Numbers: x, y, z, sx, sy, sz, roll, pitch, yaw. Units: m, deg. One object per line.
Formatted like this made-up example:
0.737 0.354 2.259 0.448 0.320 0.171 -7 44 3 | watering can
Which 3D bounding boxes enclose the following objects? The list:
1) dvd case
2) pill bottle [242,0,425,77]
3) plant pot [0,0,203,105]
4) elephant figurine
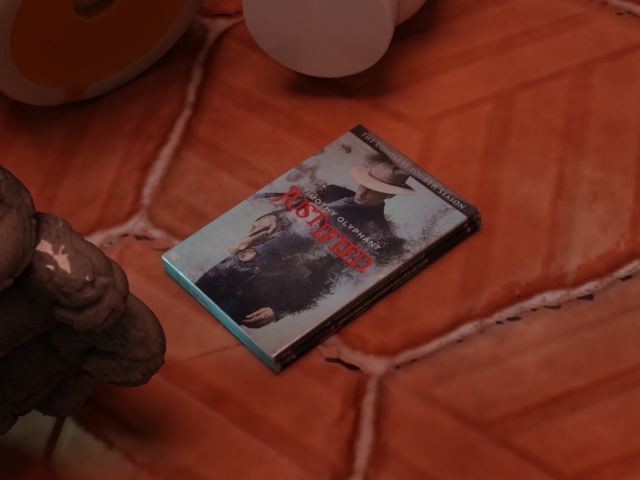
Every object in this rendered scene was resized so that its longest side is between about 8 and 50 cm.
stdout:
0.000 0.000 0.678 0.119 0.013 0.087 -33 50 -21 | dvd case
0.017 -0.171 0.775 0.103 0.103 0.184 4 48 15 | pill bottle
-0.156 -0.177 0.768 0.205 0.205 0.188 -30 65 -17 | plant pot
-0.188 0.078 0.558 0.239 0.169 0.186 -52 27 -14 | elephant figurine
